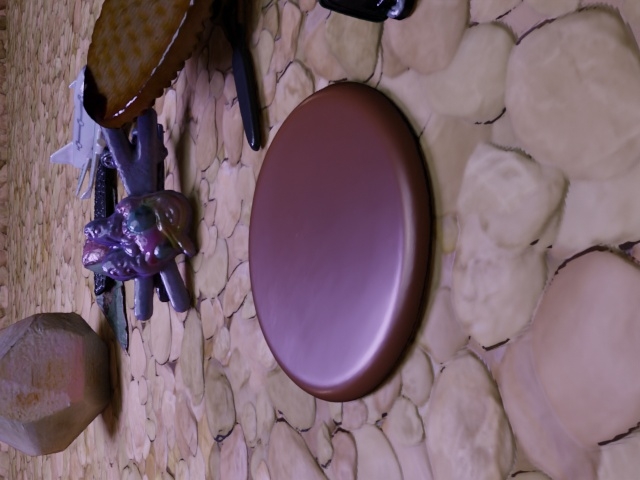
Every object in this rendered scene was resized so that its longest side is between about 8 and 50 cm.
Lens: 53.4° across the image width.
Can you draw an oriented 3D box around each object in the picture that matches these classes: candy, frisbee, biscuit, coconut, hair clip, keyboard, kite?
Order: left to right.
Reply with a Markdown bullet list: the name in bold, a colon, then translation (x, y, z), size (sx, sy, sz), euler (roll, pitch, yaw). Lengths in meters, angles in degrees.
- **coconut**: translation (-0.462, 0.241, 1.047), size (0.197, 0.237, 0.237), euler (-44, 52, 54)
- **keyboard**: translation (-0.380, -0.032, 1.103), size (0.087, 0.017, 0.250), euler (-25, 65, 56)
- **kite**: translation (-0.353, 0.050, 1.075), size (0.268, 0.013, 0.323), euler (-38, 56, 51)
- **candy**: translation (-0.264, 0.022, 0.848), size (0.103, 0.103, 0.043), euler (-23, 57, 56)
- **hair clip**: translation (-0.224, -0.044, 0.784), size (0.090, 0.137, 0.278), euler (76, -177, -68)
- **biscuit**: translation (-0.188, -0.276, 0.730), size (0.318, 0.040, 0.318), euler (-24, 56, 42)
- **frisbee**: translation (0.000, 0.000, 0.503), size (0.251, 0.021, 0.251), euler (-7, 81, 57)

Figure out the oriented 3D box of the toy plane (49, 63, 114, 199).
- **toy plane**: translation (-0.352, -0.195, 1.009), size (0.255, 0.101, 0.251), euler (-50, 48, 39)

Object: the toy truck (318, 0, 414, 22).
- **toy truck**: translation (0.050, -0.210, 0.392), size (0.147, 0.065, 0.079), euler (-45, 49, 47)

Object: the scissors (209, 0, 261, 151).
- **scissors**: translation (-0.082, -0.189, 0.650), size (0.088, 0.017, 0.220), euler (-36, 58, 48)
